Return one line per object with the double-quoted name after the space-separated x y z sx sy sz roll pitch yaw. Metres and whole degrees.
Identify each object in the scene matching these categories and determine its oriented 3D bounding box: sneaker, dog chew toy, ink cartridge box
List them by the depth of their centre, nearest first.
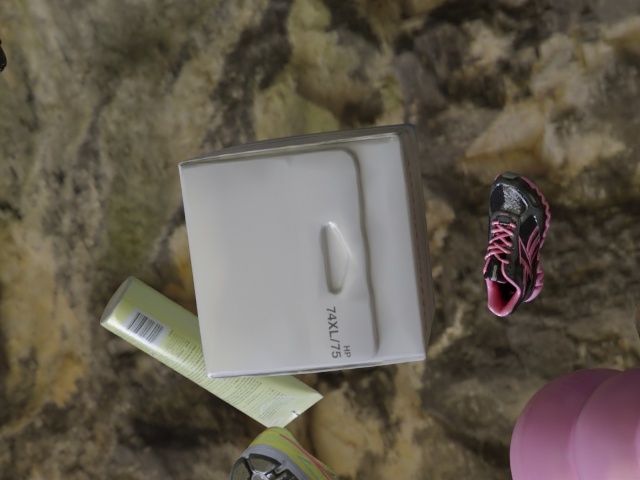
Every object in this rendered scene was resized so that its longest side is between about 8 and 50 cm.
0.143 0.006 0.955 0.047 0.119 0.057 13 -144 33 "sneaker"
0.002 0.255 1.173 0.081 0.208 0.094 -28 -164 18 "sneaker"
0.000 0.000 1.188 0.197 0.198 0.270 -6 -174 7 "ink cartridge box"
0.346 0.225 1.346 0.206 0.206 0.332 -43 -177 -25 "dog chew toy"

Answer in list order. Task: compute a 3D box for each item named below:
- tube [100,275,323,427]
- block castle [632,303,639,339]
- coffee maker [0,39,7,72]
-0.118 0.125 1.336 0.062 0.240 0.070 -58 -166 -6 "tube"
0.566 0.070 1.341 0.213 0.303 0.453 -3 -157 -25 "block castle"
-0.475 -0.203 1.469 0.178 0.171 0.120 -46 -179 22 "coffee maker"
